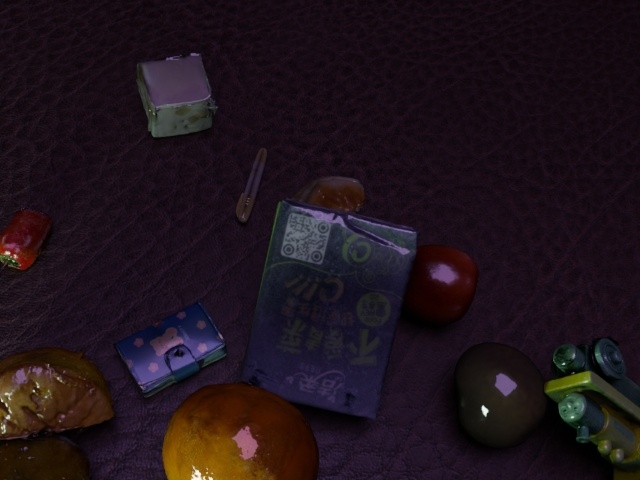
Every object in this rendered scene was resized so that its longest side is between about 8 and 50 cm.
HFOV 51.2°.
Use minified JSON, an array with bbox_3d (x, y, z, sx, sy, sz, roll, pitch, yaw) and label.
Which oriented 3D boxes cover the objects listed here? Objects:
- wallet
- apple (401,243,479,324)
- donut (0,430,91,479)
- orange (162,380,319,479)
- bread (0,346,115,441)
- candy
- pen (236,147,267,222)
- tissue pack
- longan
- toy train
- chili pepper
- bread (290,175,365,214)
[{"bbox_3d":[-0.306,0.223,1.390,0.202,0.059,0.141,-27,68,-24],"label":"wallet"},{"bbox_3d":[0.257,0.095,1.486,0.168,0.181,0.181,19,57,-8],"label":"apple"},{"bbox_3d":[-0.532,0.458,1.148,0.272,0.107,0.272,3,31,-2],"label":"donut"},{"bbox_3d":[-0.142,0.382,1.185,0.283,0.284,0.226,21,57,4],"label":"orange"},{"bbox_3d":[-0.521,0.274,1.240,0.260,0.147,0.160,-4,17,-13],"label":"bread"},{"bbox_3d":[-0.365,-0.373,1.708,0.184,0.137,0.195,-15,63,-17],"label":"candy"},{"bbox_3d":[-0.171,-0.139,1.657,0.040,0.032,0.233,-1,54,18],"label":"pen"},{"bbox_3d":[0.014,0.135,1.340,0.288,0.124,0.394,13,95,1],"label":"tissue pack"},{"bbox_3d":[0.367,0.314,1.366,0.198,0.198,0.212,5,58,-6],"label":"longan"},{"bbox_3d":[0.588,0.356,1.329,0.369,0.150,0.237,35,49,-20],"label":"toy train"},{"bbox_3d":[-0.659,0.019,1.450,0.086,0.084,0.192,3,51,13],"label":"chili pepper"},{"bbox_3d":[-0.004,0.003,1.502,0.192,0.171,0.314,6,62,-20],"label":"bread"}]
